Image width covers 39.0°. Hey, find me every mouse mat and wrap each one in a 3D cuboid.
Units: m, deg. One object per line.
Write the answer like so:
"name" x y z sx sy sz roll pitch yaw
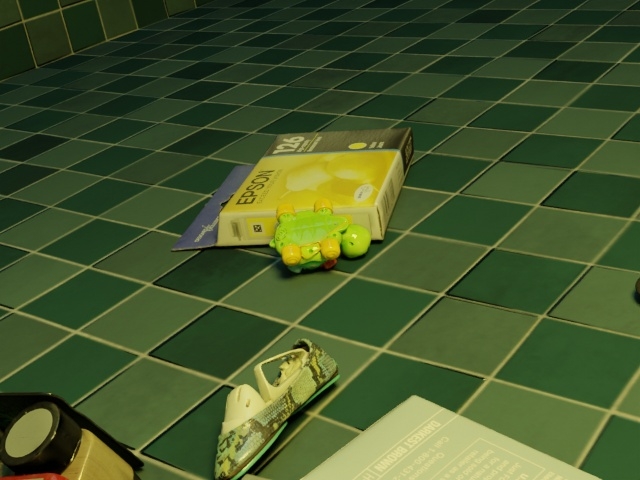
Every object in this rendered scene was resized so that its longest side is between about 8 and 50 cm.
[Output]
"mouse mat" -0.256 0.169 0.789 0.152 0.190 0.007 -3 59 13

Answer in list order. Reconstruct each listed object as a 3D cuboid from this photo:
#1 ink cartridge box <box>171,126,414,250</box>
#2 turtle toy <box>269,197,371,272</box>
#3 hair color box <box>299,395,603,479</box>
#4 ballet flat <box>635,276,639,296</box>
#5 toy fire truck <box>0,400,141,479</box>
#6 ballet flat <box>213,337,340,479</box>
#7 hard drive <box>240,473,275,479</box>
"ink cartridge box" -0.033 -0.085 1.338 0.307 0.072 0.303 0 28 15
"turtle toy" 0.000 0.000 1.151 0.130 0.066 0.095 -7 49 -1
"hair color box" 0.162 0.243 0.466 0.113 0.185 0.374 -29 32 -35
"ballet flat" 0.471 0.006 0.941 0.280 0.096 0.095 -8 26 5
"toy fire truck" -0.281 0.251 0.671 0.217 0.158 0.246 -11 45 25
"ballet flat" -0.053 0.153 0.856 0.070 0.070 0.188 6 26 30
"hard drive" -0.025 0.238 0.727 0.135 0.022 0.094 5 30 28
